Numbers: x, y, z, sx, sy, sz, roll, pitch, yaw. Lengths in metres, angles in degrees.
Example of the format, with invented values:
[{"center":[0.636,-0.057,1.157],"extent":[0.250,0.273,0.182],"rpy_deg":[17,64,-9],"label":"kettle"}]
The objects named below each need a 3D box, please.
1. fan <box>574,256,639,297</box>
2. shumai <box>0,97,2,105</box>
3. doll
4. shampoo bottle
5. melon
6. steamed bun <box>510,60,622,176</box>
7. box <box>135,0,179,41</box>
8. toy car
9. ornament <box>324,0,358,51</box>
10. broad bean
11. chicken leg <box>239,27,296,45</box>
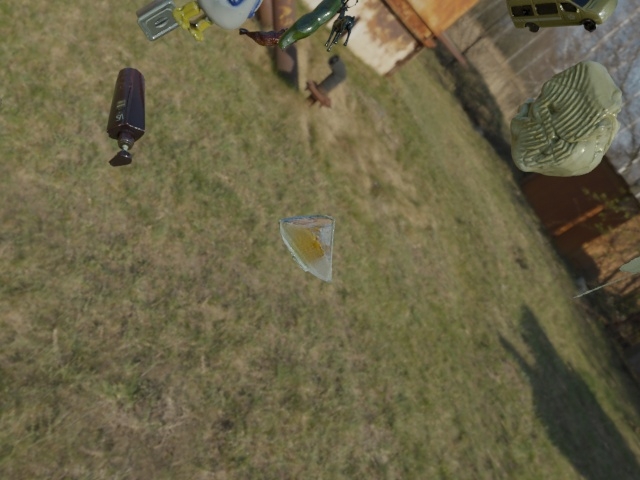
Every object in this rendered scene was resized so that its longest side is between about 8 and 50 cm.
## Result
[{"center":[0.467,0.038,0.857],"extent":[0.191,0.329,0.009],"rpy_deg":[-4,71,-24],"label":"fan"},{"center":[-0.705,-0.295,1.158],"extent":[0.205,0.166,0.176],"rpy_deg":[57,31,11],"label":"shumai"},{"center":[-0.091,-0.408,0.926],"extent":[0.119,0.293,0.138],"rpy_deg":[60,13,14],"label":"doll"},{"center":[-0.413,-0.263,1.307],"extent":[0.067,0.068,0.236],"rpy_deg":[27,46,-43],"label":"shampoo bottle"},{"center":[0.000,-0.003,1.442],"extent":[0.139,0.093,0.202],"rpy_deg":[-51,122,-29],"label":"melon"},{"center":[0.676,-0.315,1.667],"extent":[0.203,0.276,0.288],"rpy_deg":[12,81,-48],"label":"steamed bun"},{"center":[-0.478,-0.657,1.807],"extent":[0.062,0.122,0.089],"rpy_deg":[56,-3,33],"label":"box"},{"center":[0.602,-0.602,1.543],"extent":[0.257,0.101,0.124],"rpy_deg":[19,-18,49],"label":"toy car"},{"center":[0.047,-0.423,1.171],"extent":[0.028,0.125,0.073],"rpy_deg":[27,-10,-30],"label":"ornament"},{"center":[0.003,-0.606,1.635],"extent":[0.060,0.297,0.043],"rpy_deg":[46,-5,13],"label":"broad bean"},{"center":[-0.171,-0.691,2.085],"extent":[0.089,0.219,0.048],"rpy_deg":[-87,175,-47],"label":"chicken leg"}]
